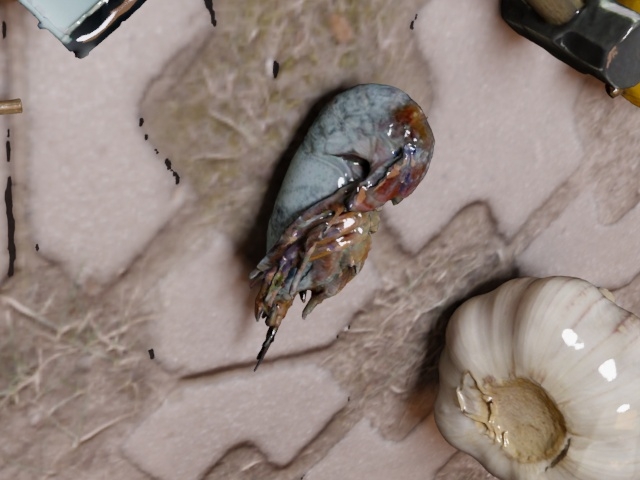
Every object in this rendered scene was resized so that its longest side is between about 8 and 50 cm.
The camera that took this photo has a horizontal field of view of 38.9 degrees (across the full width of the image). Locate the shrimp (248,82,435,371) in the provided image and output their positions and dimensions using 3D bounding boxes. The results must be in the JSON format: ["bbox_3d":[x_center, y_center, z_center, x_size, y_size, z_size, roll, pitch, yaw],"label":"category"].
[{"bbox_3d":[0.000,0.000,0.597,0.232,0.079,0.090,-63,169,28],"label":"shrimp"}]

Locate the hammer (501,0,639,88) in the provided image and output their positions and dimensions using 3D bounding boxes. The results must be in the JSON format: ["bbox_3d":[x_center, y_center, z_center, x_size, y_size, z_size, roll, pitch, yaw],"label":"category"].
[{"bbox_3d":[0.050,-0.194,0.455,0.365,0.111,0.043,30,105,-38],"label":"hammer"}]

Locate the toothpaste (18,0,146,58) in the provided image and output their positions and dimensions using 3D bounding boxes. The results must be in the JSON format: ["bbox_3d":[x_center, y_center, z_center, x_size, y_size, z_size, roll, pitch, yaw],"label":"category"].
[{"bbox_3d":[-0.169,-0.197,0.305,0.071,0.089,0.313,-44,137,-3],"label":"toothpaste"}]

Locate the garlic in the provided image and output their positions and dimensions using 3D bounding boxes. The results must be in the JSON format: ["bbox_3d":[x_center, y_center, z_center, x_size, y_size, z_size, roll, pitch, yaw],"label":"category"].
[{"bbox_3d":[0.212,0.108,0.781,0.226,0.199,0.199,-31,146,-51],"label":"garlic"}]

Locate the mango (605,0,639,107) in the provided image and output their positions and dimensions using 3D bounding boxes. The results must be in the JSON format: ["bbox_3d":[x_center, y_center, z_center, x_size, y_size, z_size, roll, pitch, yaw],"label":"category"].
[{"bbox_3d":[0.292,-0.162,0.618,0.227,0.109,0.147,-18,132,-20],"label":"mango"}]

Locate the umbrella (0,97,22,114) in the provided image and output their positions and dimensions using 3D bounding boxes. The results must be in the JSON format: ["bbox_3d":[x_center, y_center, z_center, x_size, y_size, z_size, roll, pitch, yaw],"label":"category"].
[{"bbox_3d":[-0.229,-0.056,0.433,0.165,0.025,0.027,-10,150,-23],"label":"umbrella"}]
